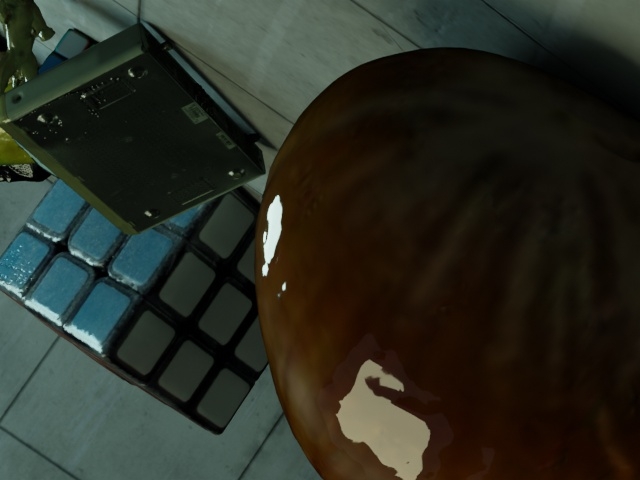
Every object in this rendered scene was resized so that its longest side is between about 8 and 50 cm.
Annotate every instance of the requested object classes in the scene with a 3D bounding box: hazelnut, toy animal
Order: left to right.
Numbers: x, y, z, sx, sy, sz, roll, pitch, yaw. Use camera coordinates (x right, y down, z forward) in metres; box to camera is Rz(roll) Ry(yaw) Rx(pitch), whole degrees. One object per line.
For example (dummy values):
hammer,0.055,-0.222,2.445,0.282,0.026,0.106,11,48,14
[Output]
toy animal,-0.332,-0.215,1.868,0.069,0.219,0.086,-1,167,-20
hazelnut,0.119,0.036,1.172,0.372,0.315,0.372,13,143,10

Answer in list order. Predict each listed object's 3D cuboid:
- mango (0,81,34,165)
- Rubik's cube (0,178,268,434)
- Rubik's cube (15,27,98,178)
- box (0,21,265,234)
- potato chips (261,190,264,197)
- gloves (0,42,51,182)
mango,-0.391,-0.161,2.297,0.237,0.091,0.137,-7,140,14
Rubik's cube,-0.233,0.051,2.446,0.305,0.301,0.304,26,168,39
Rubik's cube,-0.265,-0.137,2.050,0.155,0.151,0.154,32,170,18
box,-0.199,-0.114,1.865,0.270,0.211,0.045,48,-156,-50
potato chips,-0.003,0.003,2.166,0.202,0.029,0.220,44,171,12
gloves,-0.489,-0.215,2.441,0.197,0.152,0.301,1,145,23
